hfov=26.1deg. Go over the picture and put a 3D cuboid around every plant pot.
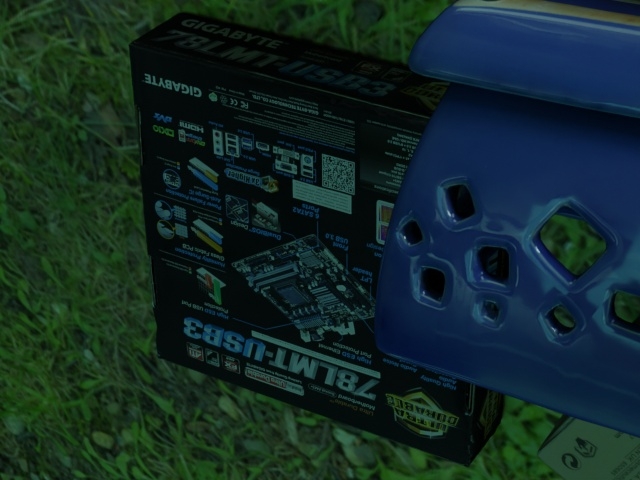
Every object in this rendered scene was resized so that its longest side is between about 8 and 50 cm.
[{"bbox_3d":[0.181,-0.046,0.778,0.236,0.236,0.212,15,121,28],"label":"plant pot"}]

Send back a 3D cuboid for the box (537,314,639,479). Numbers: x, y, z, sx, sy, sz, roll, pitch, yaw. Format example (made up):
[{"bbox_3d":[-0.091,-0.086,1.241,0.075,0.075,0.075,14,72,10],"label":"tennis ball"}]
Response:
[{"bbox_3d":[0.313,0.170,0.883,0.311,0.148,0.121,41,135,7],"label":"box"}]

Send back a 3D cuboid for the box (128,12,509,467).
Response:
[{"bbox_3d":[0.000,0.000,1.043,0.295,0.073,0.293,16,128,26],"label":"box"}]
